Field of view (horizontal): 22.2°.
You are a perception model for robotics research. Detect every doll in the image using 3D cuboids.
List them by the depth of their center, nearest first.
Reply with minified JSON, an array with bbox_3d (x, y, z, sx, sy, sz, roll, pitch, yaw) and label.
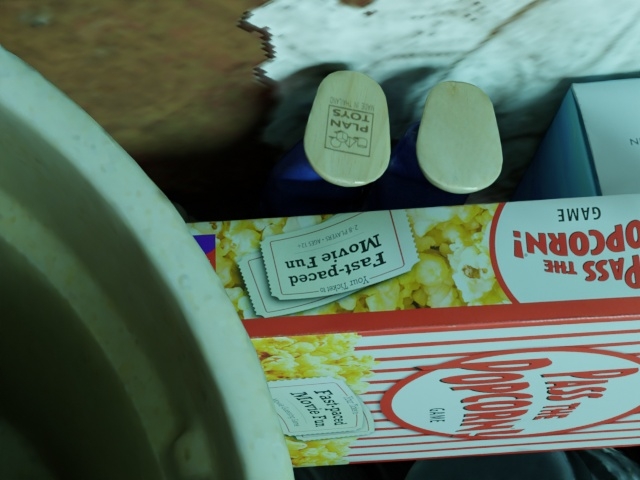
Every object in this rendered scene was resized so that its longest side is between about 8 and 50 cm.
[{"bbox_3d":[0.000,0.000,0.605,0.129,0.046,0.189,4,155,-12],"label":"doll"}]

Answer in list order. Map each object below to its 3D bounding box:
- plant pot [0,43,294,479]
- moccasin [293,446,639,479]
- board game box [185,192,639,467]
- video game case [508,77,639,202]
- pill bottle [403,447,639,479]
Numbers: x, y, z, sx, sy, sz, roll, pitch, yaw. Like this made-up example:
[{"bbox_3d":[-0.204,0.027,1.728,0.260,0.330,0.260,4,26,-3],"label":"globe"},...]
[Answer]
[{"bbox_3d":[-0.182,0.119,0.508,0.333,0.334,0.305,-8,169,-8],"label":"plant pot"},{"bbox_3d":[0.057,0.163,0.925,0.380,0.139,0.147,-4,149,-41],"label":"moccasin"},{"bbox_3d":[0.043,0.036,0.575,0.193,0.045,0.147,-4,156,4],"label":"board game box"},{"bbox_3d":[0.192,0.009,0.698,0.244,0.061,0.269,-7,157,-11],"label":"video game case"},{"bbox_3d":[0.129,0.166,0.780,0.122,0.123,0.219,-23,141,26],"label":"pill bottle"}]
